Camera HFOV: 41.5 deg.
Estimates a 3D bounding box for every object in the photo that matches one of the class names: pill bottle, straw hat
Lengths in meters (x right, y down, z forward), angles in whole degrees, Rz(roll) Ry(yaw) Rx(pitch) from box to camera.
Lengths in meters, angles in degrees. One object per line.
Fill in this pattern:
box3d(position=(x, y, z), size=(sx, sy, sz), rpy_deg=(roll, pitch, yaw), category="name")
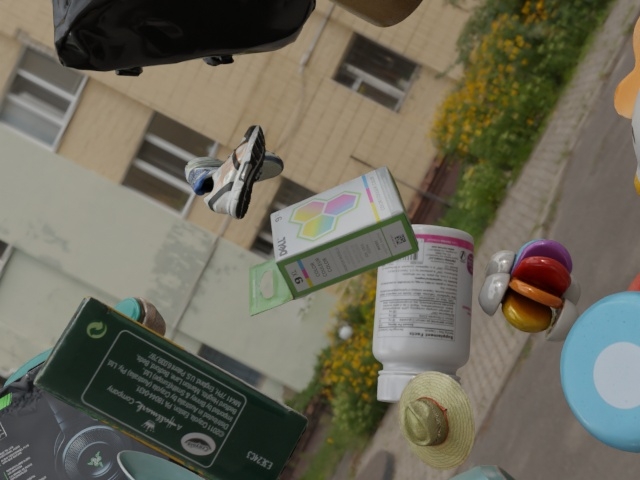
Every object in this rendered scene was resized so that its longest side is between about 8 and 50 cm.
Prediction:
box3d(position=(0.169, 0.127, 1.396), size=(0.160, 0.160, 0.283), rpy_deg=(110, 166, -78), category="pill bottle")
box3d(position=(0.151, 0.263, 1.219), size=(0.061, 0.144, 0.144), rpy_deg=(2, -58, -47), category="straw hat")

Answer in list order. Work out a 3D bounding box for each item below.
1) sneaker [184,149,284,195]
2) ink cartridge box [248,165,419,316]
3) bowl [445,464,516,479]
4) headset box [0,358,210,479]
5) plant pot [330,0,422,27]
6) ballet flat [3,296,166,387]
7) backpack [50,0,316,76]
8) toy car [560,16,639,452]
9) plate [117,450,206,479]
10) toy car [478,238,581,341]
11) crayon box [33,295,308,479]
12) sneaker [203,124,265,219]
box3d(position=(-0.114, -0.084, 1.152), size=(0.058, 0.135, 0.052), rpy_deg=(-109, 12, -45), category="sneaker")
box3d(position=(0.000, 0.000, 0.978), size=(0.209, 0.062, 0.109), rpy_deg=(-22, 31, 7), category="ink cartridge box")
box3d(position=(0.336, 0.539, 1.571), size=(0.163, 0.311, 0.311), rpy_deg=(-47, -1, 3), category="bowl")
box3d(position=(-0.336, 0.294, 1.231), size=(0.246, 0.283, 0.131), rpy_deg=(-30, -21, -14), category="headset box")
box3d(position=(0.026, -0.481, 1.321), size=(0.237, 0.254, 0.237), rpy_deg=(-16, 71, 55), category="plant pot")
box3d(position=(-0.396, 0.214, 1.453), size=(0.316, 0.107, 0.106), rpy_deg=(-31, -34, 11), category="ballet flat")
box3d(position=(-0.176, -0.385, 0.870), size=(0.290, 0.355, 0.273), rpy_deg=(-12, -24, -32), category="backpack")
box3d(position=(0.222, -0.026, 0.453), size=(0.210, 0.219, 0.238), rpy_deg=(-43, 52, 35), category="toy car")
box3d(position=(-0.169, 0.313, 1.032), size=(0.024, 0.188, 0.188), rpy_deg=(-62, -2, -4), category="plate")
box3d(position=(0.353, 0.065, 1.373), size=(0.182, 0.159, 0.136), rpy_deg=(-57, -12, -56), category="toy car")
box3d(position=(-0.153, 0.138, 0.797), size=(0.083, 0.203, 0.323), rpy_deg=(-61, 11, -11), category="crayon box")
box3d(position=(-0.086, -0.073, 0.853), size=(0.040, 0.044, 0.109), rpy_deg=(71, -148, -56), category="sneaker")
